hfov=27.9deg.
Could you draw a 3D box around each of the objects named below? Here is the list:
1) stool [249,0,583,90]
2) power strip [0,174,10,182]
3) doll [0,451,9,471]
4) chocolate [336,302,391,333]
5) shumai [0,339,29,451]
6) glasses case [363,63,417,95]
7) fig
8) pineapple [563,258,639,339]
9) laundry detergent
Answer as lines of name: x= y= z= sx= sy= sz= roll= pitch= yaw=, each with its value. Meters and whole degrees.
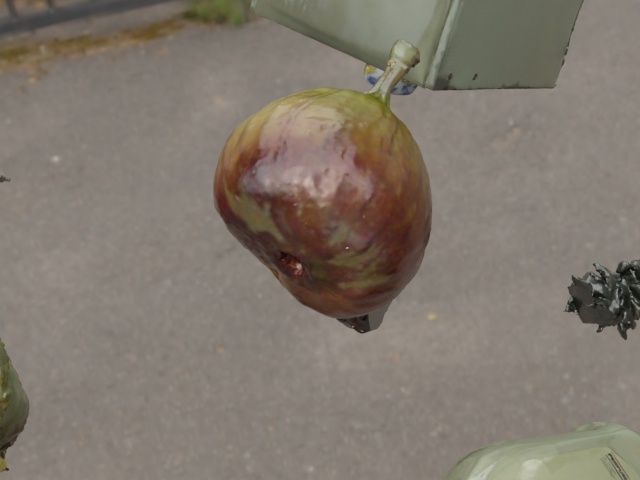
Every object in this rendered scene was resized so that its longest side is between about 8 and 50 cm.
stool: x=0.111 y=-0.275 z=1.345 sx=0.244 sy=0.170 sz=0.270 roll=29 pitch=22 yaw=31
power strip: x=-0.505 y=-0.096 z=1.640 sx=0.227 sy=0.029 sz=0.079 roll=9 pitch=64 yaw=-28
doll: x=-0.644 y=0.298 z=2.233 sx=0.086 sy=0.291 sz=0.117 roll=-35 pitch=5 yaw=13
chocolate: x=0.000 y=0.000 z=1.594 sx=0.177 sy=0.224 sz=0.206 roll=8 pitch=57 yaw=15
shumai: x=-0.331 y=0.133 z=1.219 sx=0.142 sy=0.184 sz=0.184 roll=-7 pitch=26 yaw=42
glasses case: x=0.132 y=-0.302 z=1.676 sx=0.087 sy=0.248 sz=0.065 roll=16 pitch=30 yaw=-11
fig: x=0.006 y=-0.055 z=0.920 sx=0.143 sy=0.160 sz=0.230 roll=-35 pitch=30 yaw=25
pineapple: x=0.450 y=0.055 z=1.643 sx=0.279 sy=0.157 sz=0.157 roll=-7 pitch=31 yaw=5
laundry detergent: x=0.183 y=0.208 z=0.864 sx=0.253 sy=0.091 sz=0.181 roll=-10 pitch=65 yaw=-44
